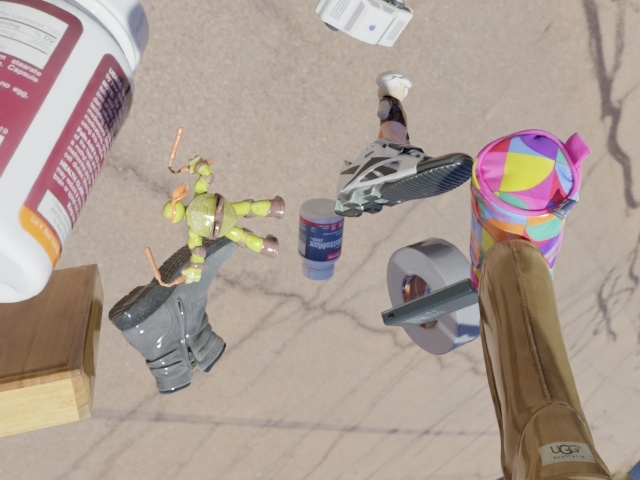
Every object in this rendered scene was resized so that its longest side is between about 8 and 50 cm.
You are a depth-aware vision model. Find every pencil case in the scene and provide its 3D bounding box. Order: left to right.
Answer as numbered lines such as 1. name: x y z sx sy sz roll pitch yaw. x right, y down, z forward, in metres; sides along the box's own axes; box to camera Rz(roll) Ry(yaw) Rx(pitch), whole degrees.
1. pencil case: 0.206 -0.012 0.672 0.104 0.104 0.236 -34 152 -9

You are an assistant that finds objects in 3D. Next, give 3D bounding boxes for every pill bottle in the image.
1. pill bottle: -0.356 -0.146 0.769 0.224 0.392 0.224 10 148 6
2. pill bottle: 0.000 0.000 1.564 0.108 0.108 0.180 -18 128 -32

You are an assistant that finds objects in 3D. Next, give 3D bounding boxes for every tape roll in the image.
1. tape roll: 0.220 0.107 1.269 0.072 0.219 0.219 -18 143 -25

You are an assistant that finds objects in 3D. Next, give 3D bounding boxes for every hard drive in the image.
1. hard drive: 0.165 0.089 0.911 0.135 0.022 0.094 -25 159 28

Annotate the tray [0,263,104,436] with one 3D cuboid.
1. tray: -0.427 0.139 0.934 0.203 0.411 0.076 -10 109 -13

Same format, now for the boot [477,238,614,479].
1. boot: 0.181 0.167 0.540 0.089 0.269 0.236 0 123 5

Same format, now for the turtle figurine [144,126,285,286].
1. turtle figurine: -0.170 -0.051 1.096 0.217 0.269 0.087 8 168 -26

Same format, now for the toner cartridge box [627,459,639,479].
1. toner cartridge box: 0.615 0.378 0.978 0.165 0.075 0.348 -47 179 1

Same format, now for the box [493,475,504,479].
1. box: 0.394 0.590 1.001 0.212 0.293 0.395 -49 -168 42

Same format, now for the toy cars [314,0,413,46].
1. toy cars: 0.058 -0.472 1.160 0.176 0.087 0.393 -21 143 8

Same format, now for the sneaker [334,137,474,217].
1. sneaker: 0.155 -0.153 1.322 0.331 0.146 0.122 -12 160 41

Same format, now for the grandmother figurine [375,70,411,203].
1. grandmother figurine: 0.176 -0.274 1.610 0.104 0.342 0.208 -4 156 13

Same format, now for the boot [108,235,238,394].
1. boot: -0.261 0.143 1.383 0.338 0.118 0.222 -42 114 -27
